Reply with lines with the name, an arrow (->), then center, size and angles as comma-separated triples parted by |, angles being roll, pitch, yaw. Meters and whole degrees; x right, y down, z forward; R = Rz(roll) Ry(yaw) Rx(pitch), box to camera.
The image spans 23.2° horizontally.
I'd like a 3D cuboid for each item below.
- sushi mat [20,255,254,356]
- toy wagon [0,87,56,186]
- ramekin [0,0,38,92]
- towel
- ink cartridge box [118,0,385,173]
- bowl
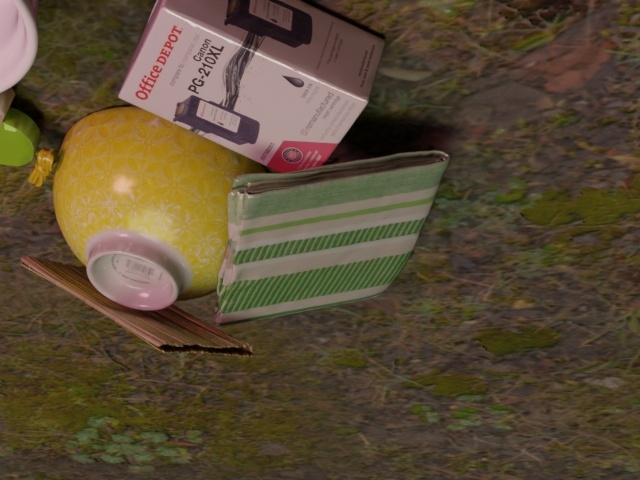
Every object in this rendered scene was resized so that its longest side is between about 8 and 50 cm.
sushi mat -> -0.235, 0.081, 1.960 | 0.151, 0.019, 0.316 | 5, -165, -45
toy wagon -> -0.473, -0.171, 1.866 | 0.344, 0.068, 0.267 | 25, 143, -12
ramekin -> -0.422, -0.277, 1.621 | 0.277, 0.135, 0.277 | 4, 148, 3
towel -> 0.000, 0.000, 1.819 | 0.248, 0.038, 0.325 | -9, 153, -14
ink cartridge box -> -0.077, -0.184, 1.669 | 0.237, 0.100, 0.172 | 24, 143, -10
bowl -> -0.206, -0.009, 1.898 | 0.289, 0.156, 0.289 | 10, 143, 8
